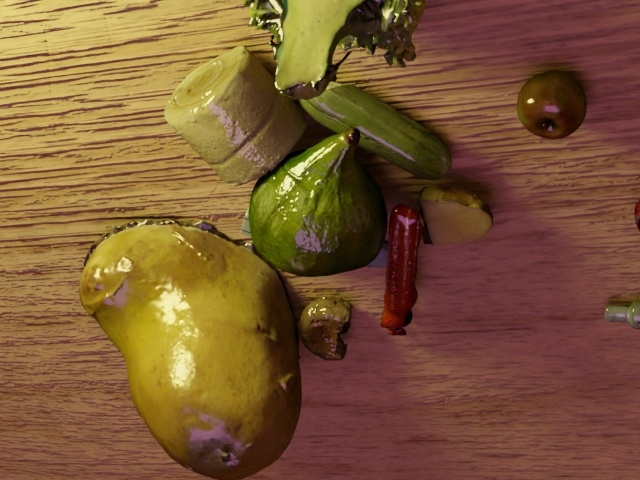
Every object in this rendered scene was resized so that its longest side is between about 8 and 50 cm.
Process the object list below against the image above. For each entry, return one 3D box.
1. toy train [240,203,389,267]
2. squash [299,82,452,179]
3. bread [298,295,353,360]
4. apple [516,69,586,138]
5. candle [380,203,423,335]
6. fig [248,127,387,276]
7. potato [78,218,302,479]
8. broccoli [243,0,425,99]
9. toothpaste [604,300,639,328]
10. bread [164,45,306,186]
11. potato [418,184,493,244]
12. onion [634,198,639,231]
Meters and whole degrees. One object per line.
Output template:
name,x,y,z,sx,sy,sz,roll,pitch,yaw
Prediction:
toy train,0.000,0.000,2.066,0.234,0.051,0.052,21,138,1
squash,0.074,-0.155,1.886,0.239,0.069,0.069,28,134,-9
bread,0.009,0.132,2.177,0.082,0.060,0.113,15,132,6
apple,0.297,-0.172,1.783,0.089,0.074,0.089,11,136,10
candle,0.119,0.046,2.018,0.051,0.048,0.329,-2,148,-2
fig,0.003,-0.073,1.906,0.203,0.203,0.235,14,126,8
potato,-0.194,0.174,2.090,0.290,0.296,0.397,-36,109,21
broccoli,0.024,-0.271,1.699,0.242,0.273,0.180,4,165,19
toothpaste,0.535,0.114,1.984,0.255,0.037,0.067,3,126,13
bread,-0.117,-0.168,1.899,0.148,0.134,0.141,-30,117,26
potato,0.193,-0.042,1.948,0.103,0.066,0.096,4,140,13
onion,0.497,-0.037,1.826,0.150,0.140,0.150,33,177,2
